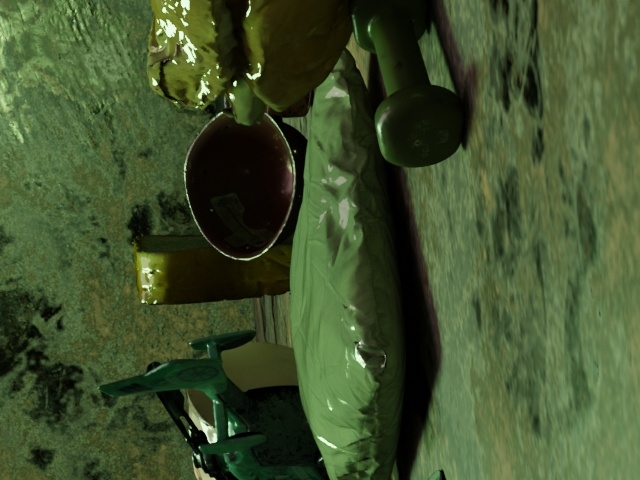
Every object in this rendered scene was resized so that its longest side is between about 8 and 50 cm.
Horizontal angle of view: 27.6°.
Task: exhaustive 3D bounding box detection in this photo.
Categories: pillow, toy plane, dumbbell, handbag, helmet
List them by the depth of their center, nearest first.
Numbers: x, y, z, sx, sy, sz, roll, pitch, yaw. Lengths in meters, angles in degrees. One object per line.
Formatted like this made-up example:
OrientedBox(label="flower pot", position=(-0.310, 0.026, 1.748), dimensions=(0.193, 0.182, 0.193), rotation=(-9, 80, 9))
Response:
OrientedBox(label="dumbbell", position=(0.045, -0.093, 0.704), dimensions=(0.052, 0.046, 0.118), rotation=(82, 178, -48))
OrientedBox(label="pillow", position=(0.014, 0.040, 0.994), dimensions=(0.281, 0.076, 0.274), rotation=(95, 170, -58))
OrientedBox(label="toy plane", position=(-0.052, 0.167, 1.127), dimensions=(0.382, 0.155, 0.106), rotation=(59, -161, -63))
OrientedBox(label="helmet", position=(-0.056, -0.072, 1.402), dimensions=(0.155, 0.106, 0.175), rotation=(37, 125, 29))
OrientedBox(label="handbag", position=(-0.063, 0.215, 1.468), dimensions=(0.205, 0.179, 0.116), rotation=(-108, 21, -59))

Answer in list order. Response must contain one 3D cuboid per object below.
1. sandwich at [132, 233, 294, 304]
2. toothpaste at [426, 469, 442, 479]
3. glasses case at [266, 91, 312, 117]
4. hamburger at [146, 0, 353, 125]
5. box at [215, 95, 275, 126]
OrientedBox(label="sandwich", position=(-0.109, 0.025, 1.507), dimensions=(0.186, 0.214, 0.065), rotation=(-137, 42, -80))
OrientedBox(label="toothpaste", position=(0.053, 0.255, 0.806), dimensions=(0.060, 0.038, 0.233), rotation=(106, 176, -61))
OrientedBox(label="glasses case", position=(-0.046, -0.194, 1.488), dimensions=(0.218, 0.049, 0.075), rotation=(-117, 28, -74))
OrientedBox(label="hamburger", position=(-0.031, -0.214, 0.779), dimensions=(0.283, 0.144, 0.260), rotation=(107, 167, -66))
OrientedBox(label="box", position=(-0.111, -0.128, 2.009), dimensions=(0.359, 0.091, 0.350), rotation=(142, 123, -86))
